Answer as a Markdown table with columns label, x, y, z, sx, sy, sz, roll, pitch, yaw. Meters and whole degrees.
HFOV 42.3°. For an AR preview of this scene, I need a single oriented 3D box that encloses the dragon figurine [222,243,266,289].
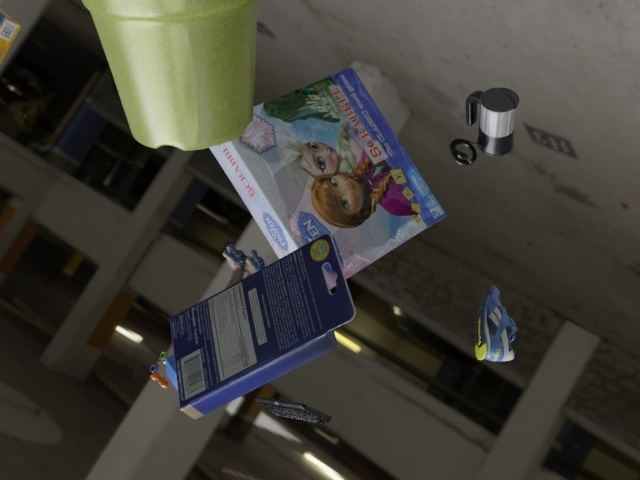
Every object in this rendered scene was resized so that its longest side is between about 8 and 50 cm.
| label | x | y | z | sx | sy | sz | roll | pitch | yaw |
| --- | --- | --- | --- | --- | --- | --- | --- | --- | --- |
| dragon figurine | -0.137 | 0.152 | 1.567 | 0.085 | 0.144 | 0.289 | 9 | 124 | 47 |

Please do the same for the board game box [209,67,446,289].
| label | x | y | z | sx | sy | sz | roll | pitch | yaw |
| --- | --- | --- | --- | --- | --- | --- | --- | --- | --- |
| board game box | 0.017 | -0.104 | 1.386 | 0.319 | 0.318 | 0.066 | 57 | 142 | 3 |

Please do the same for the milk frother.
| label | x | y | z | sx | sy | sz | roll | pitch | yaw |
| --- | --- | --- | --- | --- | --- | --- | --- | --- | --- |
| milk frother | 0.362 | -0.249 | 1.835 | 0.129 | 0.143 | 0.135 | 18 | 144 | 22 |

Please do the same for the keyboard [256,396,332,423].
| label | x | y | z | sx | sy | sz | roll | pitch | yaw |
| --- | --- | --- | --- | --- | --- | --- | --- | --- | --- |
| keyboard | -0.050 | 0.358 | 1.719 | 0.108 | 0.023 | 0.180 | 30 | 160 | -31 |

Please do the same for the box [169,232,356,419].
| label | x | y | z | sx | sy | sz | roll | pitch | yaw |
| --- | --- | --- | --- | --- | --- | --- | --- | --- | --- |
| box | -0.065 | 0.095 | 0.936 | 0.036 | 0.225 | 0.136 | 48 | -162 | -43 |

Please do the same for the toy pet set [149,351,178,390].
| label | x | y | z | sx | sy | sz | roll | pitch | yaw |
| --- | --- | --- | --- | --- | --- | --- | --- | --- | --- |
| toy pet set | -0.250 | 0.202 | 1.395 | 0.065 | 0.122 | 0.114 | 27 | -167 | -49 |

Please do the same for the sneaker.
| label | x | y | z | sx | sy | sz | roll | pitch | yaw |
| --- | --- | --- | --- | --- | --- | --- | --- | --- | --- |
| sneaker | 0.284 | 0.137 | 1.336 | 0.059 | 0.144 | 0.053 | 13 | 140 | -1 |

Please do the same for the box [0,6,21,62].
| label | x | y | z | sx | sy | sz | roll | pitch | yaw |
| --- | --- | --- | --- | --- | --- | --- | --- | --- | --- |
| box | -0.488 | -0.304 | 1.212 | 0.028 | 0.081 | 0.136 | 24 | -170 | -46 |

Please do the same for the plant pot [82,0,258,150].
| label | x | y | z | sx | sy | sz | roll | pitch | yaw |
| --- | --- | --- | --- | --- | --- | --- | --- | --- | --- |
| plant pot | -0.195 | -0.275 | 1.159 | 0.276 | 0.276 | 0.254 | 27 | 133 | 39 |
